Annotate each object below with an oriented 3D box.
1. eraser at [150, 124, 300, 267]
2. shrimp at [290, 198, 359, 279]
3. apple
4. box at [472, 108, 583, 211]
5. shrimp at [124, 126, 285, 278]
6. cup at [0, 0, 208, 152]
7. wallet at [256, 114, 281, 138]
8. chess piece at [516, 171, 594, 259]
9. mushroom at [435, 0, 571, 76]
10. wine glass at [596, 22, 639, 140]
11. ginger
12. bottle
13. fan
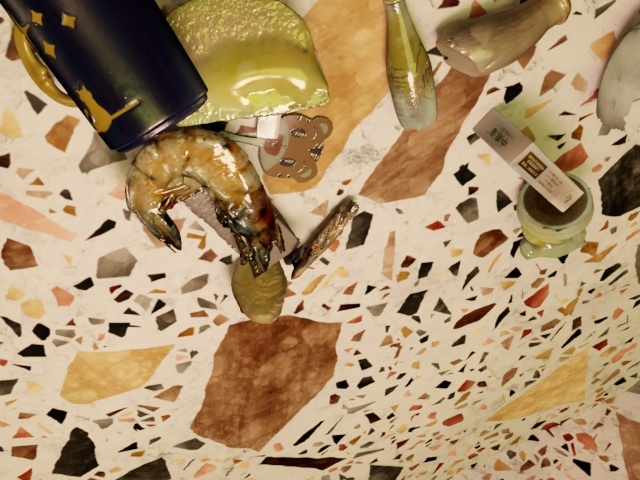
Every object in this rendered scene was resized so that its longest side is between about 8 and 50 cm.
[{"bbox_3d":[-0.179,-0.077,1.113,0.111,0.077,0.352,-36,133,6],"label":"eraser"},{"bbox_3d":[0.000,0.000,1.232,0.046,0.152,0.219,41,103,3],"label":"shrimp"},{"bbox_3d":[-0.130,-0.294,0.909,0.265,0.120,0.193,-9,117,-1],"label":"apple"},{"bbox_3d":[0.452,-0.171,1.248,0.243,0.155,0.067,28,116,-37],"label":"box"},{"bbox_3d":[-0.203,-0.046,1.036,0.233,0.071,0.364,-18,135,2],"label":"shrimp"},{"bbox_3d":[-0.304,-0.267,0.809,0.178,0.255,0.256,-39,114,-20],"label":"cup"},{"bbox_3d":[-0.093,-0.227,1.050,0.044,0.011,0.083,0,118,-20],"label":"wallet"},{"bbox_3d":[0.588,-0.032,1.454,0.176,0.175,0.298,-31,147,5],"label":"chess piece"},{"bbox_3d":[0.336,-0.377,1.058,0.247,0.108,0.096,-25,175,2],"label":"mushroom"},{"bbox_3d":[0.679,-0.381,1.144,0.191,0.190,0.356,-12,128,-13],"label":"wine glass"},{"bbox_3d":[-0.132,0.126,1.230,0.115,0.193,0.122,-4,130,-13],"label":"ginger"},{"bbox_3d":[0.156,-0.326,1.033,0.083,0.083,0.269,-23,130,-4],"label":"bottle"},{"bbox_3d":[-0.091,-0.183,1.102,0.227,0.008,0.152,5,127,-27],"label":"fan"}]
